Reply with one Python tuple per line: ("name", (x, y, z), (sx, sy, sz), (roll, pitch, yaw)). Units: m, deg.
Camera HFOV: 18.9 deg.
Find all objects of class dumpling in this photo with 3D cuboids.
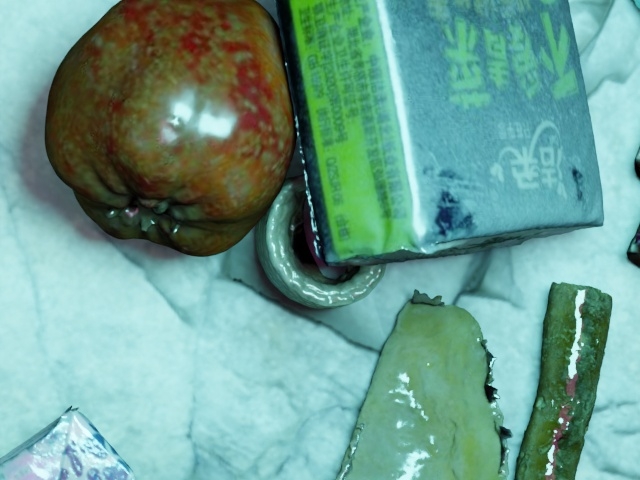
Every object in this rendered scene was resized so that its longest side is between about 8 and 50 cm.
("dumpling", (0.084, 0.218, 1.594), (0.166, 0.086, 0.332), (20, 80, 23))

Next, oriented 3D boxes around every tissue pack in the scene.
("tissue pack", (0.089, -0.185, 1.541), (0.288, 0.124, 0.394), (-7, 85, -51))

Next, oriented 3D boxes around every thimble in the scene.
("thimble", (0.000, 0.000, 1.593), (0.102, 0.090, 0.115), (-9, 89, -9))

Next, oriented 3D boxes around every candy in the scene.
("candy", (-0.232, 0.207, 1.534), (0.160, 0.073, 0.092), (-34, 91, -12))

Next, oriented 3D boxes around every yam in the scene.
("yam", (0.201, 0.163, 1.638), (0.061, 0.061, 0.253), (11, 84, -11))

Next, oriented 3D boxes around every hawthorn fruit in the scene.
("hawthorn fruit", (-0.101, -0.119, 1.524), (0.208, 0.208, 0.248), (25, 69, -9))

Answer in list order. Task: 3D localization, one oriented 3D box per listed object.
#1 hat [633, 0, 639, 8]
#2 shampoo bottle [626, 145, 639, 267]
("hat", (0.337, -0.271, 1.647), (0.191, 0.078, 0.138), (-27, 57, 17))
("shampoo bottle", (0.360, -0.120, 1.681), (0.129, 0.084, 0.323), (26, 81, -4))
